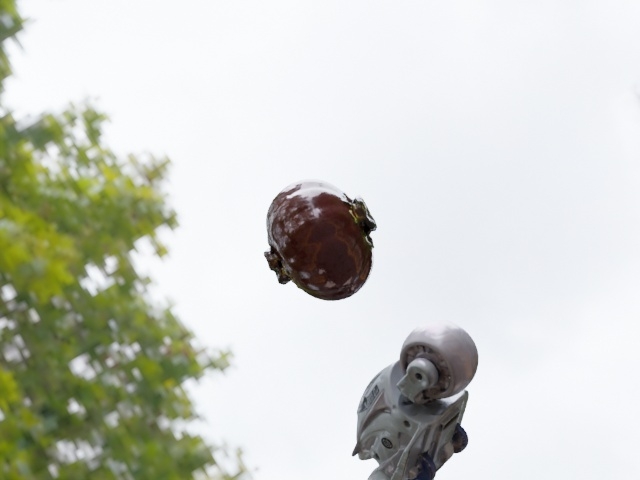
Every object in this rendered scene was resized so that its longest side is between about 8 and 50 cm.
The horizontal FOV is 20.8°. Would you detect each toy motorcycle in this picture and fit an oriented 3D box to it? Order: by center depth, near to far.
[{"bbox_3d":[0.083,0.174,1.662,0.112,0.112,0.254,-13,-47,-28],"label":"toy motorcycle"}]

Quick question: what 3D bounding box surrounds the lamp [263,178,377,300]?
[{"bbox_3d":[0.000,0.000,1.354,0.090,0.101,0.101,-30,-36,7],"label":"lamp"}]
